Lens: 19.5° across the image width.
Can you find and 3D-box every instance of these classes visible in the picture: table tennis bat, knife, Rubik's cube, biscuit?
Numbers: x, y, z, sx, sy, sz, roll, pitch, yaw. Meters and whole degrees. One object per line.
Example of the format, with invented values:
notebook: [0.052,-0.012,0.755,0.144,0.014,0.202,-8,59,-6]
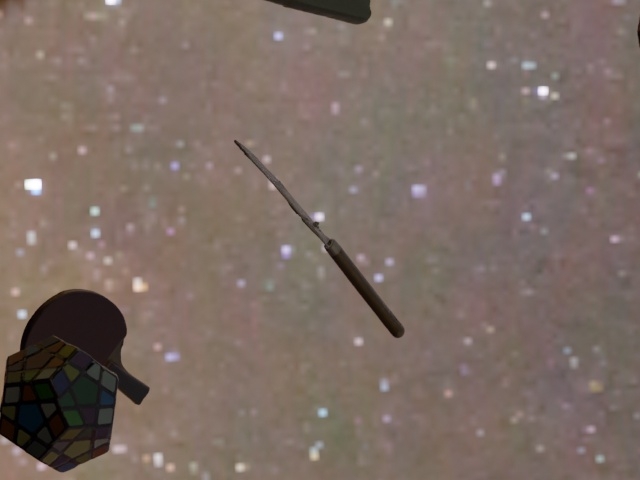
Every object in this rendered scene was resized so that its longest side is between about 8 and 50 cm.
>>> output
table tennis bat: [-0.270,0.136,2.191,0.019,0.220,0.130,30,-100,41]
knife: [0.002,-0.001,2.011,0.298,0.017,0.047,52,13,-19]
Rubik's cube: [-0.255,0.160,1.818,0.112,0.133,0.133,-28,123,-67]
biscuit: [-0.054,-0.326,2.229,0.038,0.322,0.099,-24,-111,36]

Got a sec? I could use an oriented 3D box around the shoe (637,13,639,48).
shoe: [0.438,-0.232,1.949,0.384,0.237,0.171,-148,-130,-69]
